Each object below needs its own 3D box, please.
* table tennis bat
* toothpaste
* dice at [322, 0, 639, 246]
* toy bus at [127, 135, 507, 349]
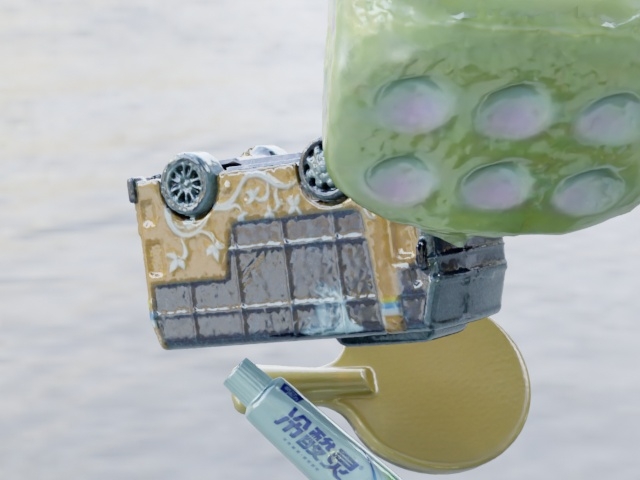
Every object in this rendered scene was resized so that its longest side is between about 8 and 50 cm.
[{"bbox_3d":[0.064,0.147,2.030,0.321,0.198,0.050,-1,-25,-15],"label":"table tennis bat"},{"bbox_3d":[0.033,0.215,1.742,0.297,0.075,0.048,42,0,2],"label":"toothpaste"},{"bbox_3d":[0.130,-0.163,1.436,0.252,0.254,0.250,3,55,-1],"label":"dice"},{"bbox_3d":[0.000,0.000,1.812,0.323,0.194,0.162,-5,2,31],"label":"toy bus"}]
